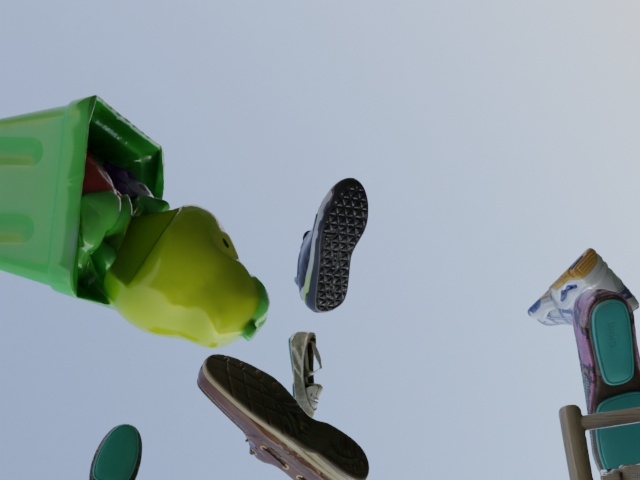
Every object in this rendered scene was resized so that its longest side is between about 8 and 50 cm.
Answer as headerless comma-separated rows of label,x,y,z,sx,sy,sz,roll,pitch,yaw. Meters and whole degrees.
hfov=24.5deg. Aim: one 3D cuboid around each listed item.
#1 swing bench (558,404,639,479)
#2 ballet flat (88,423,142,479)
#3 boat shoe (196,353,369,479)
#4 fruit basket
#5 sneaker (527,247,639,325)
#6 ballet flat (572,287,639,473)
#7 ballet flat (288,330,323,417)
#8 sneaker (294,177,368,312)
swing bench,0.337,0.257,1.163,0.165,0.253,0.255,66,-163,-52
ballet flat,-0.286,0.344,2.012,0.070,0.070,0.188,43,-132,-39
boat shoe,-0.042,0.171,1.306,0.178,0.060,0.064,38,-153,-7
fruit basket,-0.236,-0.012,1.883,0.392,0.392,0.283,17,-103,-59
sneaker,0.417,0.111,2.337,0.131,0.112,0.296,44,172,7
ballet flat,0.314,0.157,1.596,0.079,0.077,0.222,-147,46,-79
ballet flat,-0.022,0.236,2.517,0.057,0.052,0.168,18,-117,-66
sneaker,0.000,0.000,2.221,0.084,0.235,0.097,-4,-147,-33
